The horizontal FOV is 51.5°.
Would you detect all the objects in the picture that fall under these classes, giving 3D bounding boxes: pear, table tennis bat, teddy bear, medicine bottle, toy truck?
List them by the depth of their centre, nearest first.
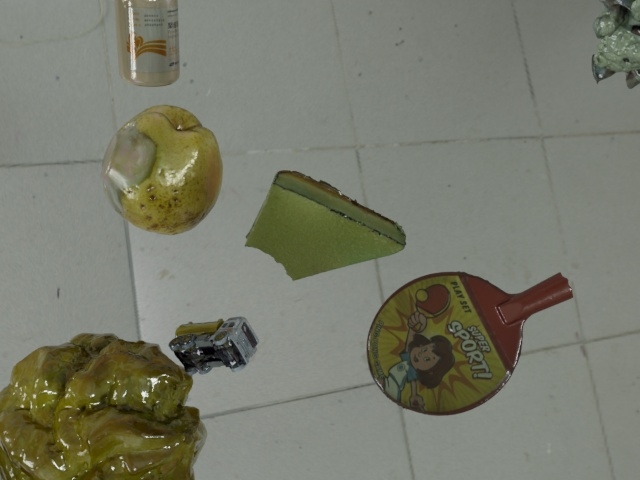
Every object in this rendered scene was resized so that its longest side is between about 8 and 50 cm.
[{"bbox_3d":[0.378,-0.273,0.778,0.133,0.213,0.111,-11,77,-1],"label":"teddy bear"},{"bbox_3d":[-0.135,0.128,0.831,0.052,0.123,0.063,63,37,-23],"label":"toy truck"},{"bbox_3d":[-0.314,-0.413,1.198,0.114,0.114,0.252,-8,119,-22],"label":"medicine bottle"},{"bbox_3d":[0.286,0.174,1.276,0.414,0.051,0.268,-25,79,3],"label":"table tennis bat"},{"bbox_3d":[-0.332,-0.150,1.411,0.271,0.271,0.271,4,78,-20],"label":"pear"}]

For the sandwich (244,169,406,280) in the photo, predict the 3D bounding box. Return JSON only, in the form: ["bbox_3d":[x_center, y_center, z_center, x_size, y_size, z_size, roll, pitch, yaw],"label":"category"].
[{"bbox_3d":[0.000,0.000,1.170,0.244,0.212,0.063,27,46,-5],"label":"sandwich"}]

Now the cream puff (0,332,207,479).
[{"bbox_3d":[-0.313,0.263,1.003,0.291,0.257,0.325,32,30,-33],"label":"cream puff"}]
